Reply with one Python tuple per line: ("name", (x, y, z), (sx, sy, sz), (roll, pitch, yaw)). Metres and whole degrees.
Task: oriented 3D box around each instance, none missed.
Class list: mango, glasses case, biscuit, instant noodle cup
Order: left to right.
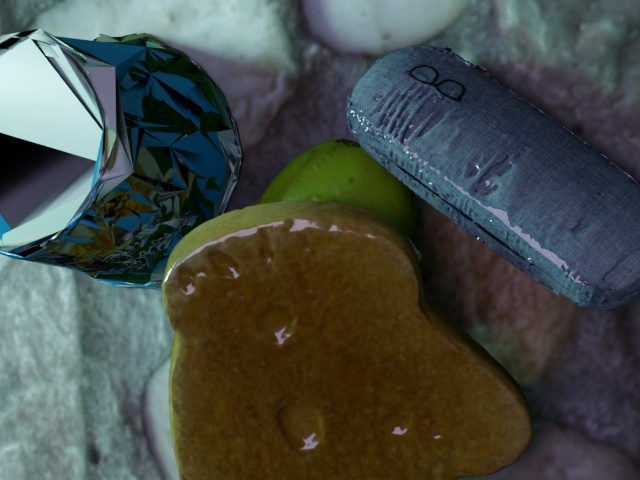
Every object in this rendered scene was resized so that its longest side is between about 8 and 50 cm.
("instant noodle cup", (-0.211, -0.075, 1.272), (0.240, 0.178, 0.240), (-1, 88, 25))
("mango", (-0.001, 0.000, 1.211), (0.119, 0.100, 0.178), (41, 106, 20))
("biscuit", (0.021, 0.131, 1.175), (0.287, 0.057, 0.344), (-6, 106, 8))
("glasses case", (0.143, -0.052, 1.145), (0.282, 0.067, 0.109), (38, 66, 22))
